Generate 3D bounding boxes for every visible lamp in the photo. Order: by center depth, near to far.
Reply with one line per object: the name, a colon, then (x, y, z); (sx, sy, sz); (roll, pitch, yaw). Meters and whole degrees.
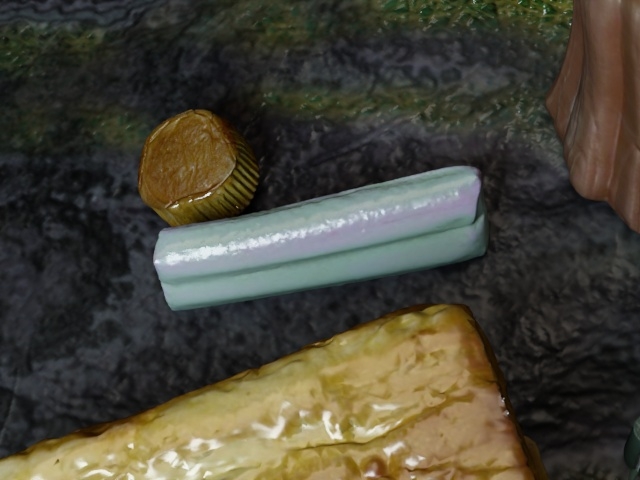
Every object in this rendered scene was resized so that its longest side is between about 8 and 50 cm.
lamp: (0.176, 0.151, 0.861); (0.041, 0.054, 0.121); (18, 64, 20)

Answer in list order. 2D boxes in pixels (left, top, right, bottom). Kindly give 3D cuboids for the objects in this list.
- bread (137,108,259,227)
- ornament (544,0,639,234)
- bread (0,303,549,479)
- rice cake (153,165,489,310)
bread: (-0.083, -0.045, 1.028); (0.085, 0.053, 0.085); (-10, 61, 19)
ornament: (0.253, -0.132, 0.918); (0.221, 0.217, 0.235); (-20, 56, -2)
bread: (-0.038, 0.172, 0.836); (0.344, 0.149, 0.195); (-18, 69, -1)
rice cake: (-0.001, 0.001, 0.969); (0.221, 0.080, 0.042); (-11, 61, 5)
